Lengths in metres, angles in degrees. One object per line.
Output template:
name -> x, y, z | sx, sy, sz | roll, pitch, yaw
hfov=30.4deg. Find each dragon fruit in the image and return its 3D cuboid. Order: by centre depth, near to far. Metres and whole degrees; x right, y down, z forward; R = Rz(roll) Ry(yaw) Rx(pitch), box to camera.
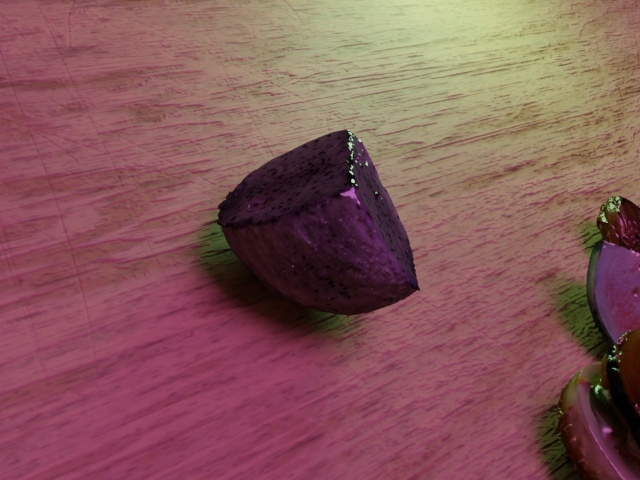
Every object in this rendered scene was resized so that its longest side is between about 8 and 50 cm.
dragon fruit -> 0.000, 0.000, 1.607 | 0.221, 0.204, 0.283 | 58, 13, -21

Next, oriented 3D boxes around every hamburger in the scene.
hamburger -> 0.484, 0.266, 1.705 | 0.291, 0.225, 0.291 | 30, 35, -24

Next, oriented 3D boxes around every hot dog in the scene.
hot dog -> 0.599, 0.007, 2.182 | 0.226, 0.099, 0.160 | 28, 38, -17

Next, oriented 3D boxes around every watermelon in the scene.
watermelon -> 0.557, 0.135, 1.998 | 0.321, 0.175, 0.188 | 26, 82, -8
